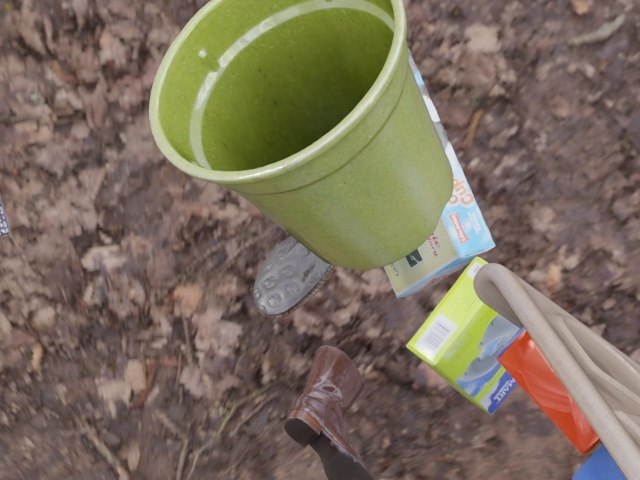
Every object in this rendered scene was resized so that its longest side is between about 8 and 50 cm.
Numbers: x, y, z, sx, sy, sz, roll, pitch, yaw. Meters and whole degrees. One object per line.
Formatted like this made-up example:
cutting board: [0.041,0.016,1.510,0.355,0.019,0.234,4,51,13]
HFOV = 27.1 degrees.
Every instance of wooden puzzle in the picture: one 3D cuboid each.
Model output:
wooden puzzle: [0.271,0.181,0.988,0.322,0.348,0.080,35,99,-25]

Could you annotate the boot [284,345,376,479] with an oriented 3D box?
boot: [0.024,0.153,1.145,0.106,0.037,0.114,48,30,-11]

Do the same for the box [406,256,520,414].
box: [0.160,0.098,1.276,0.042,0.178,0.109,37,87,36]

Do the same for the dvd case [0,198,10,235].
dvd case: [-0.489,-0.033,1.796,0.119,0.013,0.087,-19,109,-20]

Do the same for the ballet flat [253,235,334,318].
ballet flat: [0.000,0.000,1.629,0.084,0.058,0.249,19,62,23]

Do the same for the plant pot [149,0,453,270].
plant pot: [0.008,-0.106,1.357,0.276,0.254,0.276,-16,51,21]

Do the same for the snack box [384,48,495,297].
snack box: [0.097,-0.103,1.706,0.060,0.187,0.321,-18,80,-26]
